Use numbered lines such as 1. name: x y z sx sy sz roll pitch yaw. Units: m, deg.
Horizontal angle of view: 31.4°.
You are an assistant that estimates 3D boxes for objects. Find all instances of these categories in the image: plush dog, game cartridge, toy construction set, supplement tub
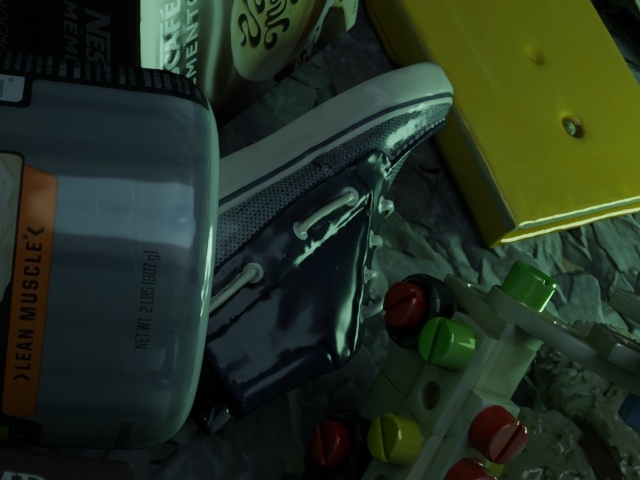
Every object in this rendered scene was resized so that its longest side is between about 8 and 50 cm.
1. plush dog: 0.195 0.177 0.800 0.225 0.211 0.262 -18 72 -15
2. game cartridge: 0.188 -0.162 1.080 0.285 0.052 0.324 -11 69 -41
3. toy construction set: 0.100 0.141 0.672 0.151 0.328 0.215 38 3 -37
4. supplement tub: -0.217 -0.002 0.541 0.315 0.193 0.194 5 60 -14

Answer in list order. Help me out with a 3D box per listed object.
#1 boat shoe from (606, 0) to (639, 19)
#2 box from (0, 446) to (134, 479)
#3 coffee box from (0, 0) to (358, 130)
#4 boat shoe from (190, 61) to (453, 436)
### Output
1. boat shoe: 0.350 -0.276 1.237 0.302 0.091 0.114 50 26 2
2. box: -0.170 0.274 0.444 0.191 0.143 0.381 14 47 -34
3. coffee box: -0.082 -0.183 0.773 0.118 0.168 0.297 24 41 19
4. boat shoe: 0.000 0.000 0.796 0.340 0.127 0.158 -31 88 -35
